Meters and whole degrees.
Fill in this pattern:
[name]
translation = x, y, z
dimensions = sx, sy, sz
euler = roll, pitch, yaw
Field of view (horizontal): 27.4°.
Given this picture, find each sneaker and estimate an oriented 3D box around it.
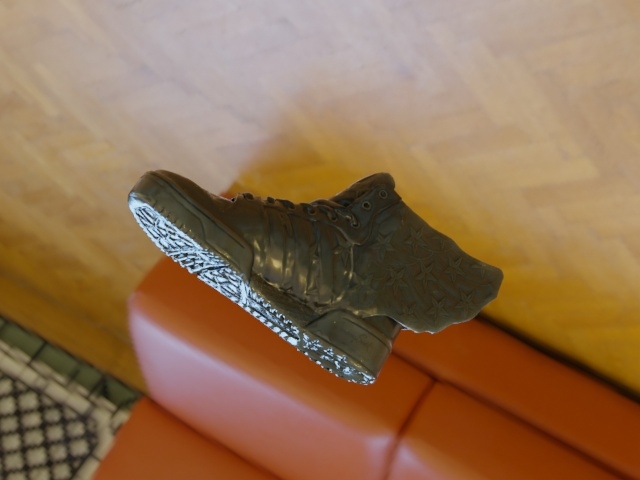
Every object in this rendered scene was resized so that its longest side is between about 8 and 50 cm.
[sneaker]
translation = 0.001, 0.000, 0.594
dimensions = 0.170, 0.089, 0.051
euler = 39, 161, -19
